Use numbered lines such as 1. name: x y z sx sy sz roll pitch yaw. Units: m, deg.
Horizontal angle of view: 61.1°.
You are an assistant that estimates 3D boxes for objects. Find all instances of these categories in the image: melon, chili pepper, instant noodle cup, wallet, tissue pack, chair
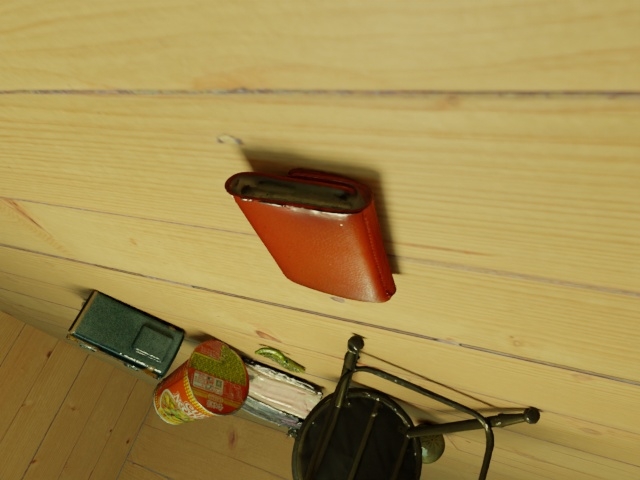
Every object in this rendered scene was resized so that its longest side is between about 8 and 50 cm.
1. melon: 0.271 0.523 1.396 0.098 0.098 0.131 17 156 10
2. chili pepper: -0.112 0.262 1.244 0.083 0.030 0.017 21 176 14
3. instant noodle cup: -0.320 0.380 1.393 0.193 0.193 0.212 35 131 -29
4. wallet: 0.000 0.000 0.565 0.142 0.045 0.204 10 155 19
5. tissue pack: -0.141 0.466 1.605 0.259 0.122 0.361 22 159 3
6. chair: 0.117 0.437 1.052 0.362 0.365 0.410 23 162 -4

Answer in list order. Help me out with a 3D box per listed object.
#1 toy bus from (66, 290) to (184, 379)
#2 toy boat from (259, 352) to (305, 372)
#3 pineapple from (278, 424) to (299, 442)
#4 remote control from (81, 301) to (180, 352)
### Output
1. toy bus: -0.507 0.253 1.428 0.275 0.138 0.167 30 154 -14
2. toy boat: -0.093 0.292 1.308 0.063 0.016 0.115 -7 143 47
3. pineapple: -0.031 0.643 1.794 0.340 0.169 0.169 26 166 45
4. remote control: -0.565 0.272 1.616 0.109 0.055 0.313 -3 147 43
